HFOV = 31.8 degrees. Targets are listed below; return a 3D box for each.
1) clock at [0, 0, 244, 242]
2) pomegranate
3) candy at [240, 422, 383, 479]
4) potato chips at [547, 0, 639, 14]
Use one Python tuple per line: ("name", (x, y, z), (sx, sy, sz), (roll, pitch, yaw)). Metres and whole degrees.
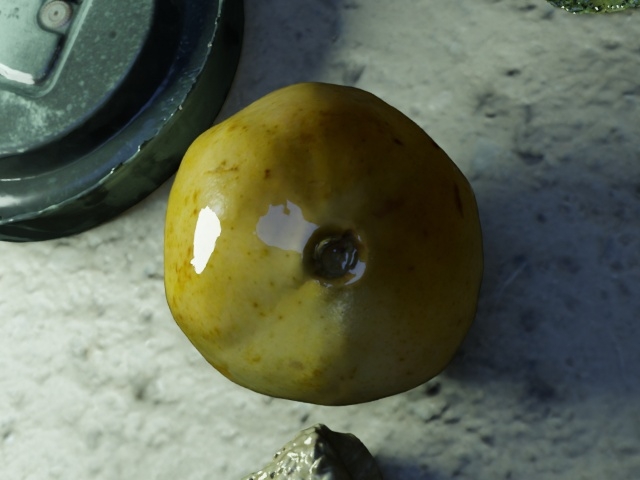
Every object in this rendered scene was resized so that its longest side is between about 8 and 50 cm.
("clock", (-0.250, -0.183, 0.978), (0.386, 0.076, 0.386), (-5, 71, 15))
("pomegranate", (-0.001, 0.001, 0.766), (0.233, 0.233, 0.233), (-5, 71, 15))
("candy", (-0.012, 0.181, 0.777), (0.110, 0.095, 0.085), (-37, 70, 7))
("potato chips", (0.264, -0.241, 0.876), (0.209, 0.026, 0.142), (8, 72, 18))
